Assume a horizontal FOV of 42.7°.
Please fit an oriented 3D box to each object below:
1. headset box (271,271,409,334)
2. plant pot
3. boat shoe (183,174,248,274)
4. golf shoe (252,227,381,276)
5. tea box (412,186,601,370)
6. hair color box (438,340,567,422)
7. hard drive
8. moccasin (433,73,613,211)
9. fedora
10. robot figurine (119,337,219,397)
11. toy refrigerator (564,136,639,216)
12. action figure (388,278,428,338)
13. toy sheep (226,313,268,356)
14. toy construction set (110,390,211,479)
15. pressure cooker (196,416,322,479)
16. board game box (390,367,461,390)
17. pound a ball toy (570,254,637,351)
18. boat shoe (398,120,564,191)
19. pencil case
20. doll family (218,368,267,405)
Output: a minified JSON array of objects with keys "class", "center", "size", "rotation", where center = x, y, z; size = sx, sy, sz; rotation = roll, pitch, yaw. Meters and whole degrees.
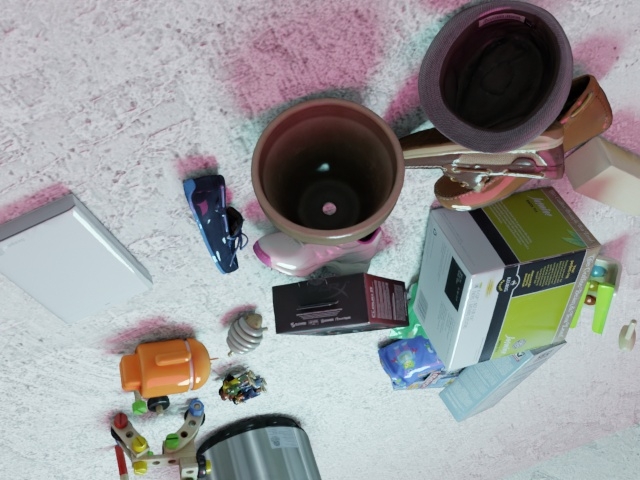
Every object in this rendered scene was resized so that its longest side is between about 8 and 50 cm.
[{"class":"headset box","center":[0.043,0.143,1.780],"size":[0.218,0.110,0.293],"rotation":[-10,169,22]},{"class":"plant pot","center":[0.017,-0.095,1.491],"size":[0.263,0.263,0.229],"rotation":[-19,163,-3]},{"class":"boat shoe","center":[-0.185,-0.023,1.573],"size":[0.089,0.109,0.258],"rotation":[-22,147,-5]},{"class":"golf shoe","center":[0.000,0.000,1.709],"size":[0.306,0.115,0.140],"rotation":[1,132,-41]},{"class":"tea box","center":[0.417,0.088,1.892],"size":[0.324,0.220,0.329],"rotation":[-10,135,-15]},{"class":"hair color box","center":[0.540,0.385,2.453],"size":[0.185,0.113,0.374],"rotation":[-10,148,-43]},{"class":"hard drive","center":[-0.481,0.046,1.567],"size":[0.203,0.040,0.307],"rotation":[-24,146,4]},{"class":"moccasin","center":[0.388,-0.191,1.620],"size":[0.380,0.139,0.147],"rotation":[-30,131,18]},{"class":"fedora","center":[0.298,-0.272,1.408],"size":[0.275,0.244,0.124],"rotation":[-61,172,-2]},{"class":"robot figurine","center":[-0.350,0.293,1.892],"size":[0.219,0.128,0.158],"rotation":[-5,121,-20]},{"class":"toy refrigerator","center":[0.674,-0.145,1.867],"size":[0.270,0.094,0.102],"rotation":[14,139,-39]},{"class":"action figure","center":[0.253,0.159,2.079],"size":[0.137,0.063,0.232],"rotation":[-7,136,-17]},{"class":"toy sheep","center":[-0.178,0.225,1.926],"size":[0.091,0.091,0.132],"rotation":[17,112,-42]},{"class":"toy construction set","center":[-0.425,0.572,2.129],"size":[0.257,0.237,0.309],"rotation":[14,133,-39]},{"class":"pressure cooker","center":[-0.163,0.771,2.373],"size":[0.370,0.420,0.375],"rotation":[-19,146,-4]},{"class":"board game box","center":[0.310,0.385,2.391],"size":[0.194,0.060,0.194],"rotation":[-6,154,-17]},{"class":"pound a ball toy","center":[0.792,0.170,2.279],"size":[0.208,0.135,0.319],"rotation":[10,149,18]},{"class":"boat shoe","center":[0.280,-0.144,1.516],"size":[0.342,0.123,0.123],"rotation":[-3,113,25]},{"class":"pencil case","center":[0.313,0.299,2.239],"size":[0.306,0.133,0.119],"rotation":[-25,165,7]},{"class":"doll family","center":[-0.210,0.391,2.142],"size":[0.111,0.076,0.193],"rotation":[-30,147,4]}]
